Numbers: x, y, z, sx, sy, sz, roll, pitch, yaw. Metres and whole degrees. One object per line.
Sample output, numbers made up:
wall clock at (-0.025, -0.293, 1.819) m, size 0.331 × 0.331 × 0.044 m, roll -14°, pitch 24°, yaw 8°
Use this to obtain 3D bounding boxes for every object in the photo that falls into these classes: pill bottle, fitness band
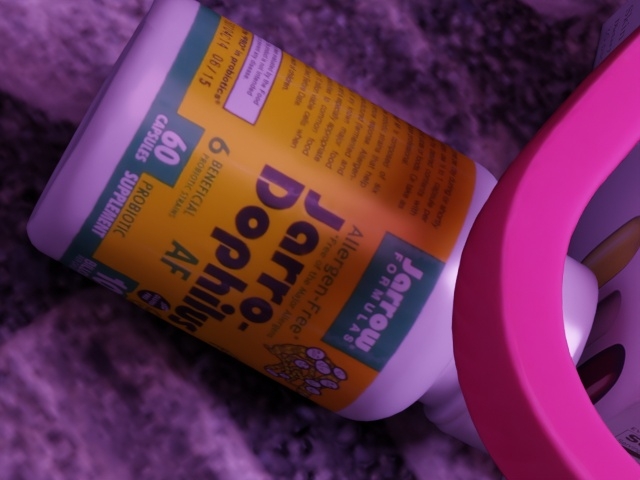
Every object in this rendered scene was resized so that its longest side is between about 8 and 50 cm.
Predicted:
pill bottle at (0.000, 0.000, 0.728) m, size 0.208 × 0.117 × 0.117 m, roll 30°, pitch 58°, yaw -10°
fitness band at (0.173, 0.012, 0.671) m, size 0.209 × 0.054 × 0.291 m, roll 43°, pitch 57°, yaw 4°

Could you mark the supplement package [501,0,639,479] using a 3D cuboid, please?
supplement package at (0.222, 0.010, 0.808) m, size 0.204 × 0.145 × 0.262 m, roll 24°, pitch 59°, yaw -13°
